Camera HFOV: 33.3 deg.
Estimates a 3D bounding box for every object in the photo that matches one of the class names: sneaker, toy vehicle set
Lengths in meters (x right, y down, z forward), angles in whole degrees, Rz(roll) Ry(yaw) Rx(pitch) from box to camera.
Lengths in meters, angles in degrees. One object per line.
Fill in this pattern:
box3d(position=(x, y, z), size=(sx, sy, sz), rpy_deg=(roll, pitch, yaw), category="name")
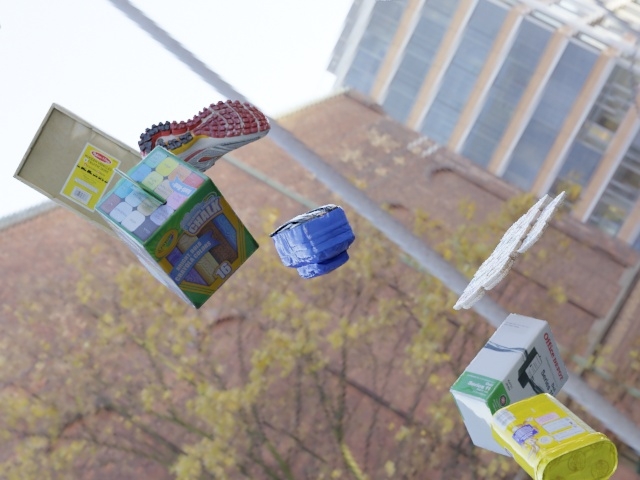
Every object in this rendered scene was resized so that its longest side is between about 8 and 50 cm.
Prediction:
box3d(position=(-0.195, -0.170, 1.815), size=(0.225, 0.088, 0.092), rpy_deg=(-15, -35, -8), category="sneaker")
box3d(position=(-0.434, -0.127, 2.047), size=(0.166, 0.267, 0.035), rpy_deg=(-59, -1, 4), category="toy vehicle set")

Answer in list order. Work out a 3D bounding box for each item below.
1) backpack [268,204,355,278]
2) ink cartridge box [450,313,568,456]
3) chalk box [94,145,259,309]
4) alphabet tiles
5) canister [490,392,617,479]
box3d(position=(0.000, 0.000, 1.642), size=(0.098, 0.101, 0.120), rpy_deg=(-31, 0, -29), category="backpack")
box3d(position=(0.342, 0.255, 1.912), size=(0.208, 0.087, 0.153), rpy_deg=(-46, -54, -28), category="ink cartridge box")
box3d(position=(-0.207, -0.033, 1.473), size=(0.132, 0.132, 0.213), rpy_deg=(-46, -40, -13), category="chalk box")
box3d(position=(0.362, 0.019, 2.068), size=(0.284, 0.021, 0.278), rpy_deg=(-49, 0, -45), category="alphabet tiles")
box3d(position=(0.347, 0.304, 1.611), size=(0.126, 0.170, 0.073), rpy_deg=(-17, -68, -13), category="canister")
